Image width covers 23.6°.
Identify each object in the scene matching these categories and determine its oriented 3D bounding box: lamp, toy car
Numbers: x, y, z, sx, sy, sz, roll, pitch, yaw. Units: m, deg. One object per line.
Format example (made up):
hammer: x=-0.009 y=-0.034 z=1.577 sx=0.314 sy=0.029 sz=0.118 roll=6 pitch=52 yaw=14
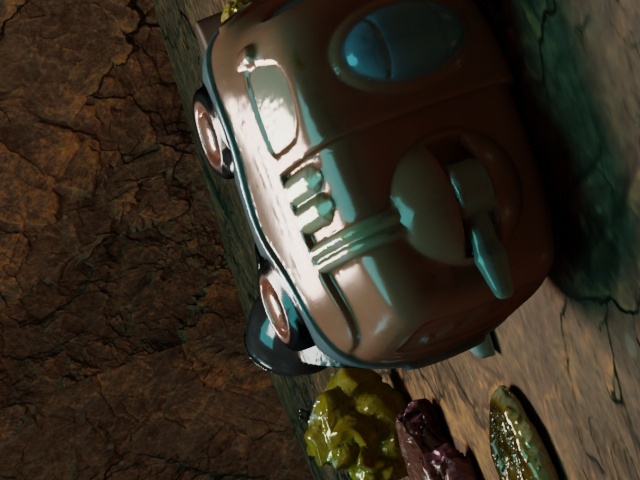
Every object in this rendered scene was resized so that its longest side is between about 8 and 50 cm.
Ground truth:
lamp: x=-0.037 y=0.053 z=2.101 sx=0.172 sy=0.147 sz=0.227 roll=-84 pitch=-5 yaw=-45
toy car: x=0.044 y=-0.057 z=0.968 sx=0.212 sy=0.181 sz=0.270 roll=141 pitch=108 yaw=-72

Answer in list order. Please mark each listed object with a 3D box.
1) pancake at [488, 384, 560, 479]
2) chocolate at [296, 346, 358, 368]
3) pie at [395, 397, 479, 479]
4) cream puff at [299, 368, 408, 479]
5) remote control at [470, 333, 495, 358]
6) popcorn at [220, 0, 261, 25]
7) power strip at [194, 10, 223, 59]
pancake: x=0.167 y=0.192 z=1.254 sx=0.158 sy=0.028 sz=0.158 roll=163 pitch=90 yaw=-82
chocolate: x=0.034 y=0.091 z=1.696 sx=0.148 sy=0.125 sz=0.080 roll=-125 pitch=33 yaw=-80
pie: x=0.135 y=0.275 z=1.625 sx=0.219 sy=0.054 sz=0.204 roll=-141 pitch=32 yaw=-77
cream puff: x=0.062 y=0.228 z=1.860 sx=0.121 sy=0.156 sz=0.156 roll=-62 pitch=26 yaw=16
remote control: x=0.109 y=0.059 z=1.323 sx=0.166 sy=0.029 sz=0.065 roll=-139 pitch=31 yaw=-76
popcorn: x=-0.061 y=-0.242 z=1.680 sx=0.084 sy=0.084 sz=0.084 roll=160 pitch=90 yaw=-83
power strip: x=-0.105 y=-0.227 z=1.986 sx=0.154 sy=0.078 sz=0.154 roll=161 pitch=90 yaw=-86
